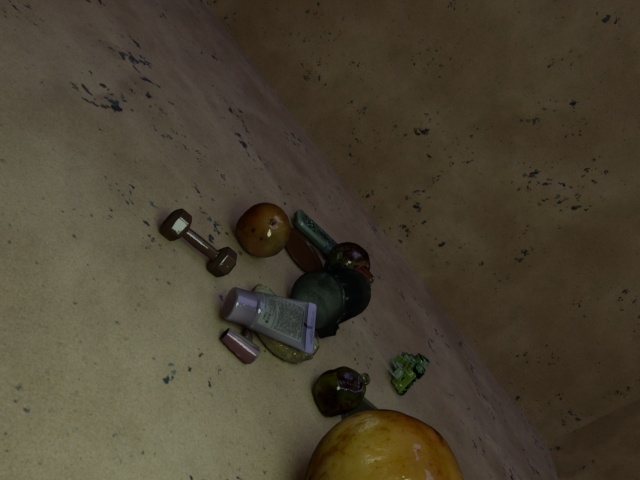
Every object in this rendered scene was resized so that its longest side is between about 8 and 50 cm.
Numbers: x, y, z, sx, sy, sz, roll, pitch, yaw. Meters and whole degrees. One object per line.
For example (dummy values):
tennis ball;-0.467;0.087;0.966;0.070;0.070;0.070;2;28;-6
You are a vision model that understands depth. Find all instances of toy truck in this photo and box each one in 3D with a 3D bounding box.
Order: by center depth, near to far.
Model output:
toy truck;0.357;0.524;2.014;0.135;0.128;0.259;43;16;17

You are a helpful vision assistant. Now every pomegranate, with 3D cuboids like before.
pomegranate;0.111;0.571;1.056;0.410;0.410;0.410;45;20;-22
pomegranate;-0.189;-0.034;1.644;0.191;0.191;0.191;45;20;-22
pomegranate;0.132;0.121;2.017;0.214;0.214;0.248;34;-3;-43

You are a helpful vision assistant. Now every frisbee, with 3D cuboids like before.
frisbee;-0.076;0.046;2.009;0.251;0.021;0.251;46;19;-21

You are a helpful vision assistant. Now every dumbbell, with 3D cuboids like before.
dumbbell;-0.338;0.010;1.370;0.231;0.092;0.082;43;50;-24

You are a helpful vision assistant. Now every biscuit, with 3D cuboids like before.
biscuit;-0.113;0.265;1.435;0.281;0.084;0.179;47;23;-12

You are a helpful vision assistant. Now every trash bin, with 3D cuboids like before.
trash bin;0.047;0.203;1.744;0.301;0.203;0.252;2;72;-67

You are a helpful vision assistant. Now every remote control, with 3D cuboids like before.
remote control;0.000;0.000;2.198;0.335;0.065;0.128;43;23;-26

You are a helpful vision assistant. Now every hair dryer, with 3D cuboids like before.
hair dryer;-0.208;0.258;1.308;0.106;0.054;0.154;43;10;-10

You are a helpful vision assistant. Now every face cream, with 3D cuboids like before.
face cream;-0.127;0.208;1.336;0.274;0.096;0.154;23;52;-27

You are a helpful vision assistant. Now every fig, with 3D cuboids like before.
fig;0.051;0.446;1.449;0.144;0.154;0.166;34;-9;-9

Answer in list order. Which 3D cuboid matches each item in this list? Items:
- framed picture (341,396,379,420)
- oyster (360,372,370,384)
framed picture;0.174;0.617;1.570;0.315;0.024;0.232;44;21;-21
oyster;0.149;0.493;1.719;0.093;0.034;0.051;9;29;-48
